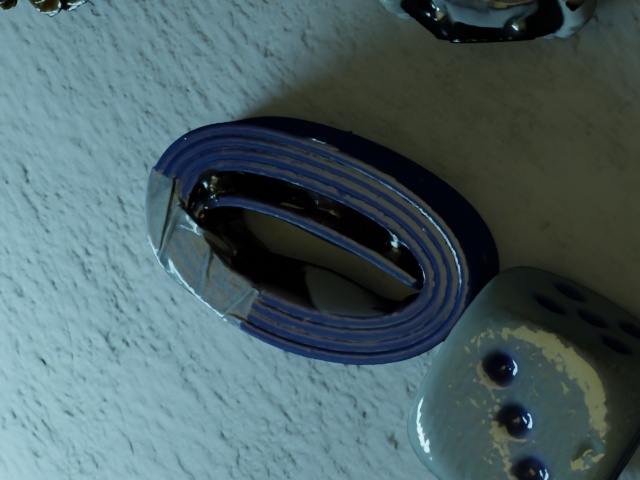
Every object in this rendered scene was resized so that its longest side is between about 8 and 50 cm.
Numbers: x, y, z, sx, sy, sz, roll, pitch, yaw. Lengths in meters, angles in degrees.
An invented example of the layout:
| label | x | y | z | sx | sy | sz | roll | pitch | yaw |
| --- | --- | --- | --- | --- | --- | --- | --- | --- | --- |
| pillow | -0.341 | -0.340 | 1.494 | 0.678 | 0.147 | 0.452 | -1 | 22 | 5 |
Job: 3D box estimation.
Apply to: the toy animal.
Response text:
| label | x | y | z | sx | sy | sz | roll | pitch | yaw |
| --- | --- | --- | --- | --- | --- | --- | --- | --- | --- |
| toy animal | 0.158 | -0.280 | 1.615 | 0.208 | 0.156 | 0.204 | 6 | 98 | 5 |

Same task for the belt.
| label | x | y | z | sx | sy | sz | roll | pitch | yaw |
| --- | --- | --- | --- | --- | --- | --- | --- | --- | --- |
| belt | 0.000 | 0.000 | 1.746 | 0.347 | 0.117 | 0.212 | 22 | 105 | 16 |

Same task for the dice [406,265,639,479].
| label | x | y | z | sx | sy | sz | roll | pitch | yaw |
| --- | --- | --- | --- | --- | --- | --- | --- | --- | --- |
| dice | 0.207 | 0.147 | 1.642 | 0.192 | 0.194 | 0.193 | 33 | 107 | 13 |

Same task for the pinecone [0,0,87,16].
| label | x | y | z | sx | sy | sz | roll | pitch | yaw |
| --- | --- | --- | --- | --- | --- | --- | --- | --- | --- |
| pinecone | -0.294 | -0.304 | 1.789 | 0.163 | 0.165 | 0.163 | 12 | 113 | 29 |
